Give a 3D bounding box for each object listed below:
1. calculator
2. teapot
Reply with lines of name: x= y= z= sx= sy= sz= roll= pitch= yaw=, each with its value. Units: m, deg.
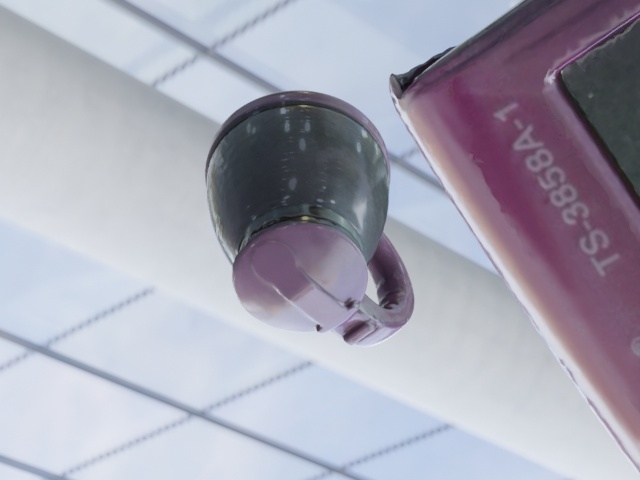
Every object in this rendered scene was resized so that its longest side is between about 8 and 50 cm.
calculator: x=0.123 y=-0.030 z=0.356 sx=0.190 sy=0.126 sz=0.034 roll=-33 pitch=-175 yaw=15
teapot: x=-0.010 y=0.000 z=1.103 sx=0.116 sy=0.148 sz=0.146 roll=-10 pitch=-145 yaw=6
